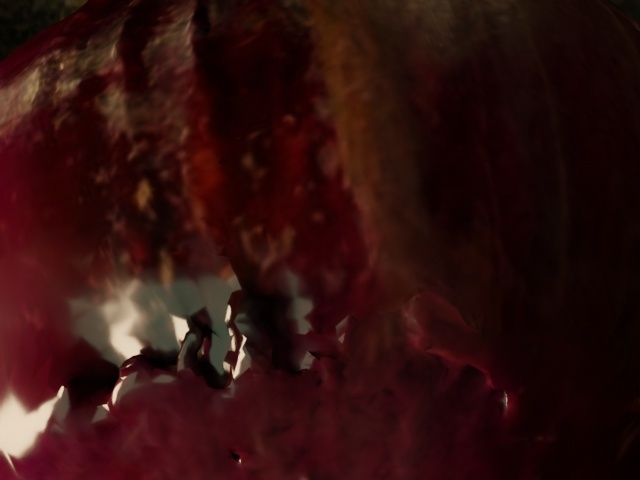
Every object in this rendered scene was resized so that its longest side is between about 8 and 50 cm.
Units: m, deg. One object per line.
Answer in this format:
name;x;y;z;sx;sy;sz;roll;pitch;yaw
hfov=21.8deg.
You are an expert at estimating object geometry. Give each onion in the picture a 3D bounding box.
onion;0.000;0.000;0.655;0.348;0.348;0.385;-37;41;35
